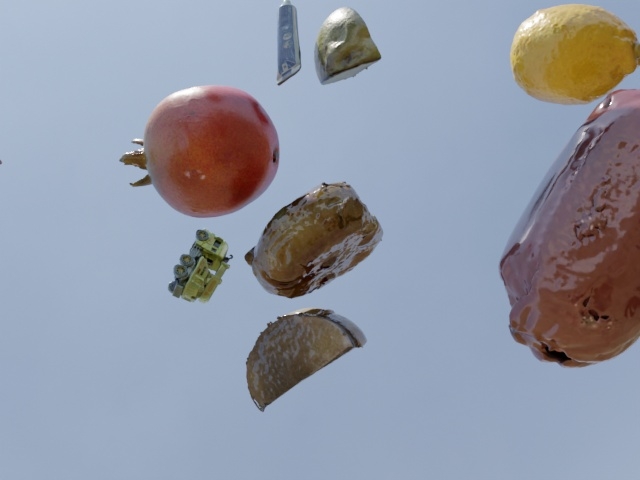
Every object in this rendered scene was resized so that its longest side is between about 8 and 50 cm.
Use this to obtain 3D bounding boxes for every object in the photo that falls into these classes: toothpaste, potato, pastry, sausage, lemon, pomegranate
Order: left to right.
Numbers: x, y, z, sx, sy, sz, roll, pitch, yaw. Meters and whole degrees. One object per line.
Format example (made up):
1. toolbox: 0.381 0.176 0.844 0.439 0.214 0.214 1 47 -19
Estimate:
1. pomegranate: -0.193 -0.141 1.131 0.256 0.221 0.221 -9 -45 10
2. toothpaste: -0.057 -0.354 1.236 0.057 0.197 0.034 -27 -39 32
3. potato: -0.024 0.172 1.187 0.261 0.120 0.100 -38 -10 35
4. pastry: 0.000 0.000 1.074 0.218 0.100 0.229 -19 -30 -31
5. potato: 0.028 -0.335 1.182 0.081 0.149 0.120 -17 -84 -16
6. lemon: 0.289 -0.212 0.808 0.114 0.155 0.114 -17 -66 -45
7. sausage: 0.267 -0.015 0.651 0.280 0.152 0.152 -56 -42 -13

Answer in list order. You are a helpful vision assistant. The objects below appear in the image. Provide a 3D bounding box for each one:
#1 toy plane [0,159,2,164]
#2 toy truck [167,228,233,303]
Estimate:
1. toy plane: -0.619 -0.172 1.161 0.061 0.130 0.189 -25 -57 23
2. toy truck: -0.252 0.061 1.508 0.100 0.169 0.077 27 -46 -4
